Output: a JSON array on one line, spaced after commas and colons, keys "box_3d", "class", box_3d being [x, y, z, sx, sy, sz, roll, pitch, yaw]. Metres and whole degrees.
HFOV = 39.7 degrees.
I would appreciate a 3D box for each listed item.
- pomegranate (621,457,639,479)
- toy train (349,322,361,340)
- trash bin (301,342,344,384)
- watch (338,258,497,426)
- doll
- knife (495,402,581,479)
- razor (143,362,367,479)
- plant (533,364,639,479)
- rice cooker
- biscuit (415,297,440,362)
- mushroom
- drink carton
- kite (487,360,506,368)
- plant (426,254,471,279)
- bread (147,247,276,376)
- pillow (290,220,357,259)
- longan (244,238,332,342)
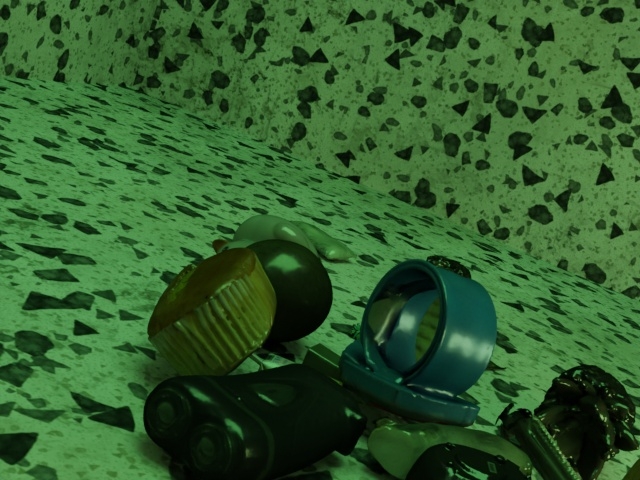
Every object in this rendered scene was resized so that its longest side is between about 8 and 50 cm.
[{"box_3d": [0.532, 0.441, 1.190, 0.342, 0.343, 0.342, 19, 14, -5], "class": "pomegranate"}, {"box_3d": [0.101, 0.210, 2.035, 0.045, 0.029, 0.092, 44, 27, 22], "class": "toy train"}, {"box_3d": [0.017, 0.247, 1.747, 0.092, 0.043, 0.061, 29, 16, 19], "class": "trash bin"}, {"box_3d": [0.173, 0.175, 1.627, 0.241, 0.275, 0.305, 19, 2, -33], "class": "watch"}, {"box_3d": [-0.130, 0.061, 1.998, 0.251, 0.221, 0.221, 36, 14, -2], "class": "doll"}, {"box_3d": [0.411, 0.412, 1.537, 0.043, 0.089, 0.365, 11, 23, -24], "class": "knife"}, {"box_3d": [-0.091, 0.272, 1.340, 0.204, 0.114, 0.349, 30, 15, 33], "class": "razor"}, {"box_3d": [0.524, 0.358, 1.750, 0.194, 0.182, 0.320, 30, 18, 17], "class": "plant"}, {"box_3d": [0.229, 0.386, 1.340, 0.202, 0.118, 0.142, 18, 19, -5], "class": "rice cooker"}, {"box_3d": [0.168, 0.204, 1.760, 0.187, 0.274, 0.036, 3, -18, 17], "class": "biscuit"}, {"box_3d": [0.225, 0.359, 1.498, 0.351, 0.097, 0.109, 13, 17, -35], "class": "mushroom"}, {"box_3d": [-0.065, 0.247, 1.554, 0.199, 0.075, 0.084, 21, 12, 8], "class": "drink carton"}, {"box_3d": [0.303, 0.265, 2.122, 0.321, 0.016, 0.234, 20, 12, 3], "class": "kite"}, {"box_3d": [0.345, 0.117, 2.528, 0.132, 0.129, 0.194, 26, 11, 30], "class": "plant"}, {"box_3d": [-0.186, 0.118, 1.534, 0.156, 0.204, 0.288, 56, 17, -11], "class": "bread"}, {"box_3d": [0.000, 0.000, 2.649, 0.128, 0.051, 0.229, 3, 24, -43], "class": "pillow"}, {"box_3d": [-0.091, 0.104, 1.808, 0.245, 0.215, 0.246, 19, -13, 5], "class": "longan"}]
